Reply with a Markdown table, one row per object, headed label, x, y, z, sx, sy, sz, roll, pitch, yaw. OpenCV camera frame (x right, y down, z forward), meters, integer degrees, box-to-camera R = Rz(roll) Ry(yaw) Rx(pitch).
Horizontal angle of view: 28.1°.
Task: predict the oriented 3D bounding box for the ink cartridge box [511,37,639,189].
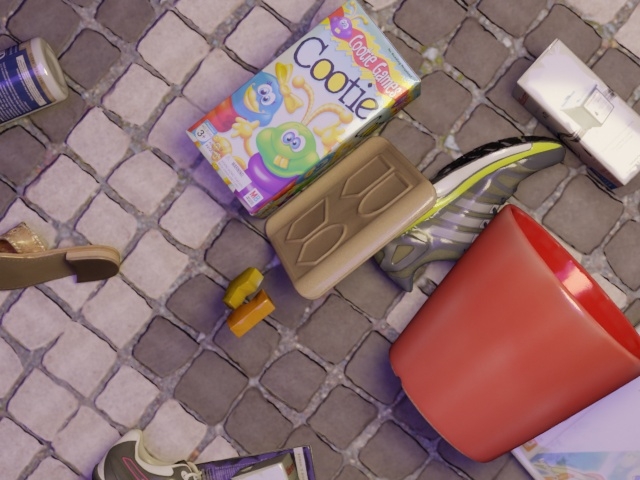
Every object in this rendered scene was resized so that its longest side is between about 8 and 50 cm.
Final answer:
| label | x | y | z | sx | sy | sz | roll | pitch | yaw |
| --- | --- | --- | --- | --- | --- | --- | --- | --- | --- |
| ink cartridge box | 0.344 | -0.160 | 1.655 | 0.191 | 0.139 | 0.082 | 43 | 94 | 5 |

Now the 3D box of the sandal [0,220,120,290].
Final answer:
| label | x | y | z | sx | sy | sz | roll | pitch | yaw |
| --- | --- | --- | --- | --- | --- | --- | --- | --- | --- |
| sandal | -0.395 | 0.012 | 1.752 | 0.240 | 0.088 | 0.079 | -2 | 57 | -3 |

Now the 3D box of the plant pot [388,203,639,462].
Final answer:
| label | x | y | z | sx | sy | sz | roll | pitch | yaw |
| --- | --- | --- | --- | --- | --- | --- | --- | --- | --- |
| plant pot | 0.236 | 0.130 | 1.605 | 0.243 | 0.275 | 0.275 | -42 | 86 | 14 |

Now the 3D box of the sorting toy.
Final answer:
| label | x | y | z | sx | sy | sz | roll | pitch | yaw |
| --- | --- | --- | --- | --- | --- | --- | --- | --- | --- |
| sorting toy | 0.000 | 0.000 | 1.653 | 0.307 | 0.229 | 0.041 | -39 | 117 | 3 |

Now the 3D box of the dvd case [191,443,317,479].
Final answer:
| label | x | y | z | sx | sy | sz | roll | pitch | yaw |
| --- | --- | --- | --- | --- | --- | --- | --- | --- | --- |
| dvd case | -0.107 | 0.377 | 1.736 | 0.221 | 0.018 | 0.164 | -11 | 86 | 5 |

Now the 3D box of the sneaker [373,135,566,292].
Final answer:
| label | x | y | z | sx | sy | sz | roll | pitch | yaw |
| --- | --- | --- | --- | --- | --- | --- | --- | --- | --- |
| sneaker | 0.194 | -0.042 | 1.692 | 0.300 | 0.111 | 0.121 | -30 | 98 | 8 |

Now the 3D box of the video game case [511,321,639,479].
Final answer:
| label | x | y | z | sx | sy | sz | roll | pitch | yaw |
| --- | --- | --- | --- | --- | --- | --- | --- | --- | --- |
| video game case | 0.456 | 0.290 | 1.672 | 0.300 | 0.036 | 0.329 | -41 | 87 | 8 |

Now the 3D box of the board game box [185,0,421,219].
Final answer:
| label | x | y | z | sx | sy | sz | roll | pitch | yaw |
| --- | --- | --- | --- | --- | --- | --- | --- | --- | --- |
| board game box | -0.017 | -0.168 | 1.680 | 0.275 | 0.144 | 0.142 | -39 | 87 | 3 |

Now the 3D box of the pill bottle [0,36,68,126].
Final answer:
| label | x | y | z | sx | sy | sz | roll | pitch | yaw |
| --- | --- | --- | --- | --- | --- | --- | --- | --- | --- |
| pill bottle | -0.439 | -0.204 | 1.738 | 0.169 | 0.094 | 0.094 | -22 | 87 | 3 |

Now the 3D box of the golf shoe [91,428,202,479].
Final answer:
| label | x | y | z | sx | sy | sz | roll | pitch | yaw |
| --- | --- | --- | --- | --- | --- | --- | --- | --- | --- |
| golf shoe | -0.179 | 0.359 | 1.684 | 0.273 | 0.105 | 0.120 | 30 | 83 | 5 |

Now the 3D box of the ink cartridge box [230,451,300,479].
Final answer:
| label | x | y | z | sx | sy | sz | roll | pitch | yaw |
| --- | --- | --- | --- | --- | --- | --- | --- | --- | --- |
| ink cartridge box | -0.047 | 0.372 | 1.657 | 0.072 | 0.127 | 0.175 | -21 | 86 | 2 |
